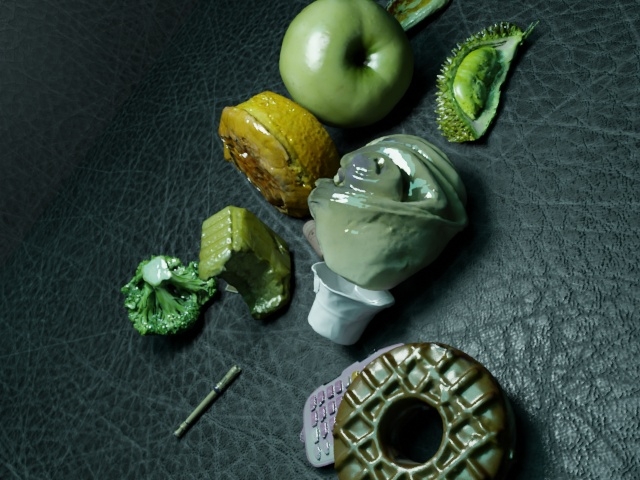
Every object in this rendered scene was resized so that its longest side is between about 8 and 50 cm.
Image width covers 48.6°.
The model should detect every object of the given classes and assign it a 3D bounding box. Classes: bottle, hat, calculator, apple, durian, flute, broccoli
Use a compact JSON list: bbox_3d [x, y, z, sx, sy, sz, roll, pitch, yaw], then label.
[{"bbox_3d":[0.000,0.000,1.764,0.053,0.053,0.140,-45,36,7],"label":"bottle"},{"bbox_3d":[0.050,0.142,1.507,0.203,0.203,0.126,44,116,54],"label":"hat"},{"bbox_3d":[0.072,0.335,1.408,0.294,0.043,0.194,-35,39,25],"label":"calculator"},{"bbox_3d":[0.059,-0.466,1.871,0.357,0.357,0.357,-28,42,28],"label":"apple"},{"bbox_3d":[0.371,-0.376,1.689,0.169,0.158,0.351,22,72,17],"label":"durian"},{"bbox_3d":[-0.278,0.393,1.732,0.233,0.027,0.027,-48,36,3],"label":"flute"},{"bbox_3d":[-0.424,0.139,1.958,0.262,0.241,0.269,-34,65,-9],"label":"broccoli"}]

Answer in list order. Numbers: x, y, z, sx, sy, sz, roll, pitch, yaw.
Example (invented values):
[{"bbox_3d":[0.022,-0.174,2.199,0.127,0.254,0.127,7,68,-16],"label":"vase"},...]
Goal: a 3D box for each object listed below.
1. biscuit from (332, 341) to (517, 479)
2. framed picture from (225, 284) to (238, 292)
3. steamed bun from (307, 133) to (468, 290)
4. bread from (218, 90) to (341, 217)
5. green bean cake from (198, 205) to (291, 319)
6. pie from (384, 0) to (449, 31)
[{"bbox_3d":[0.168,0.330,1.207,0.332,0.103,0.331,-16,59,28],"label":"biscuit"},{"bbox_3d":[-0.223,0.103,1.947,0.066,0.007,0.089,6,63,48],"label":"framed picture"},{"bbox_3d":[0.122,-0.088,1.519,0.352,0.247,0.339,-39,31,-4],"label":"steamed bun"},{"bbox_3d":[-0.107,-0.234,1.884,0.204,0.336,0.358,-38,31,-19],"label":"bread"},{"bbox_3d":[-0.180,0.052,1.753,0.124,0.236,0.232,-31,38,24],"label":"green bean cake"},{"bbox_3d":[0.273,-0.684,2.083,0.241,0.054,0.240,-29,39,26],"label":"pie"}]
